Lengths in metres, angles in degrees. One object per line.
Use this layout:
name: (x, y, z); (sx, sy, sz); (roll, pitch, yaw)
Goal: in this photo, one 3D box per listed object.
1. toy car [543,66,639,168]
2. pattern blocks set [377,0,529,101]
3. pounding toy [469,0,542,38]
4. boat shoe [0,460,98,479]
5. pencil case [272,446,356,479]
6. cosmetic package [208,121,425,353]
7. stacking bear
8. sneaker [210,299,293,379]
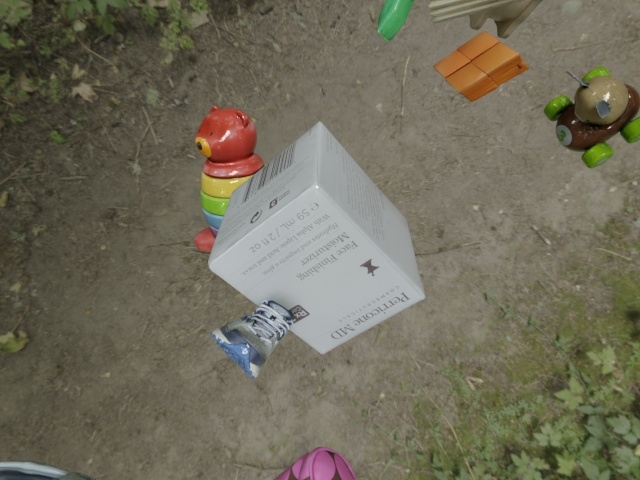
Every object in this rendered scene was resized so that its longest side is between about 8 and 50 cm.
toy car: (0.492, -0.239, 0.788); (0.149, 0.188, 0.155); (-40, 65, 32)
pattern blocks set: (0.159, -0.236, 0.296); (0.026, 0.324, 0.286); (21, 84, -33)
pounding toy: (0.337, -0.510, 0.781); (0.154, 0.269, 0.154); (12, 76, -10)
boat shoe: (-0.194, 0.217, 0.320); (0.227, 0.079, 0.081); (-3, 122, 28)
pencil case: (-0.043, 0.338, 0.510); (0.209, 0.095, 0.098); (-43, 134, 19)
cosmetic package: (0.000, 0.000, 0.501); (0.151, 0.151, 0.183); (-35, 119, 24)
stacking bear: (-0.172, -0.115, 0.862); (0.164, 0.175, 0.289); (-25, 127, -34)
sneaker: (-0.054, 0.077, 0.382); (0.052, 0.135, 0.058); (44, 85, 1)
